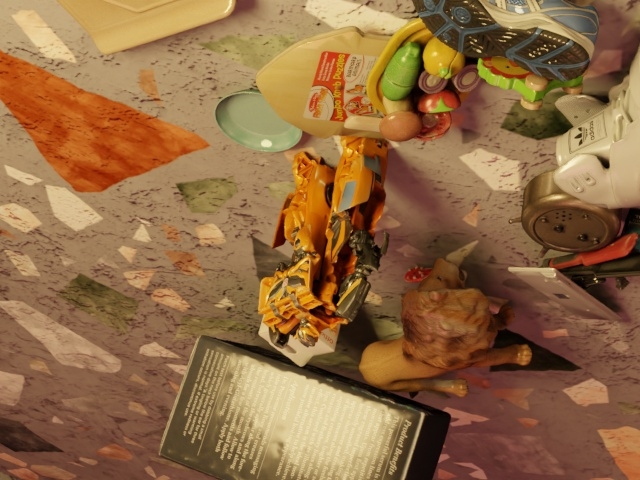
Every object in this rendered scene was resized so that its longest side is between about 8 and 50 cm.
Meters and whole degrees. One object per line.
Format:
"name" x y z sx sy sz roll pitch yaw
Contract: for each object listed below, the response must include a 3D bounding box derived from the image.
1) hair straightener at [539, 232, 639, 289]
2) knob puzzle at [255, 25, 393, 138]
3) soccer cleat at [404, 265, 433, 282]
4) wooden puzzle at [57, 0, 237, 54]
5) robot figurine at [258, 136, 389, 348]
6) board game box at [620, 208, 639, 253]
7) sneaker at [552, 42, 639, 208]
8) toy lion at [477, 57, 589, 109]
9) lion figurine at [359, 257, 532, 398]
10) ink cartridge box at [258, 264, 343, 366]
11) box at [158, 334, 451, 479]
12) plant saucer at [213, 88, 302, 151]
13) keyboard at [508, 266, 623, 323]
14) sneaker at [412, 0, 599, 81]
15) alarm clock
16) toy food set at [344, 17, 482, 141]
"hair straightener" 0.383 0.050 1.501 0.089 0.047 0.230 41 151 -13
"knob puzzle" 0.018 -0.194 1.298 0.213 0.030 0.213 -2 147 -1
"soccer cleat" 0.168 0.054 1.643 0.083 0.029 0.035 -14 134 30
"wooden puzzle" -0.237 -0.327 1.205 0.221 0.044 0.239 -10 136 32
"robot figurine" 0.000 0.000 1.378 0.085 0.291 0.211 32 142 -27
"board game box" 0.501 0.014 1.460 0.186 0.026 0.126 8 147 9
"sneaker" 0.349 -0.144 1.170 0.210 0.137 0.366 -5 146 23
"toy lion" 0.226 -0.187 1.176 0.100 0.096 0.034 -21 138 -28
"lion figurine" 0.160 0.172 1.675 0.240 0.142 0.392 3 148 -30
"ink cartridge box" -0.026 0.117 1.703 0.090 0.143 0.092 -18 137 39
"box" -0.015 0.323 1.794 0.395 0.212 0.293 18 176 16
"plant saucer" -0.080 -0.161 1.411 0.119 0.021 0.119 10 148 6
"keyboard" 0.359 0.079 1.560 0.072 0.014 0.256 8 166 39
"sneaker" 0.195 -0.240 1.146 0.211 0.081 0.080 26 151 14
"alarm clock" 0.337 -0.044 1.403 0.129 0.064 0.192 20 144 -10
"toy food set" 0.121 -0.165 1.257 0.128 0.071 0.218 10 144 -18
